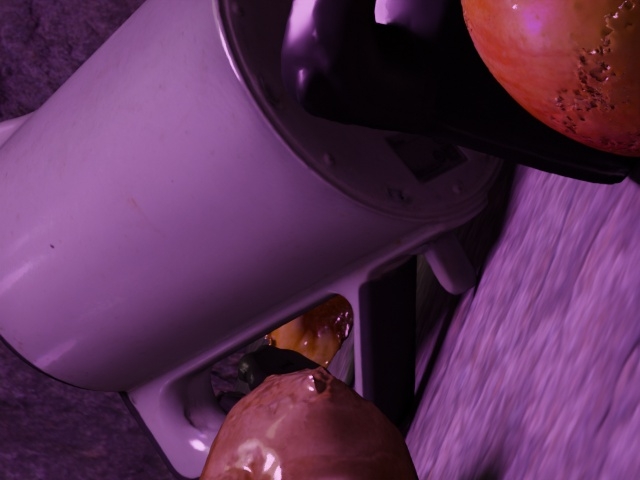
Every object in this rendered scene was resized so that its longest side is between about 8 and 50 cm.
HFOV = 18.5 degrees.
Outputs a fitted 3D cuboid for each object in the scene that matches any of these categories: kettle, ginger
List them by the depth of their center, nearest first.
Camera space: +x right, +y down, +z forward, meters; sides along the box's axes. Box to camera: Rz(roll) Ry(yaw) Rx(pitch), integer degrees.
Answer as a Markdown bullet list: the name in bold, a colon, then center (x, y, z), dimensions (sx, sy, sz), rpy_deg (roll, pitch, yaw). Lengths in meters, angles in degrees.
- **kettle**: center (0.112, -0.191, 0.904), dimensions (0.262, 0.203, 0.308), rpy_deg (-82, 10, -80)
- **ginger**: center (-0.038, 0.252, 1.005), dimensions (0.375, 0.166, 0.236), rpy_deg (-65, 11, -24)
- **kettle**: center (-0.052, -0.008, 1.422), dimensions (0.377, 0.361, 0.250), rpy_deg (-33, 1, 42)

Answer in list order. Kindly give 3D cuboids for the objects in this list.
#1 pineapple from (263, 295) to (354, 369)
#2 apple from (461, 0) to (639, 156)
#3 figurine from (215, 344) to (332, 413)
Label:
- **pineapple**: center (-0.005, -0.003, 1.864), dimensions (0.161, 0.158, 0.334), rpy_deg (-93, 23, -81)
- **apple**: center (0.119, -0.105, 0.744), dimensions (0.146, 0.146, 0.146), rpy_deg (-160, 90, -86)
- **figurine**: center (-0.094, 0.275, 1.655), dimensions (0.387, 0.166, 0.207), rpy_deg (-66, -12, 15)
